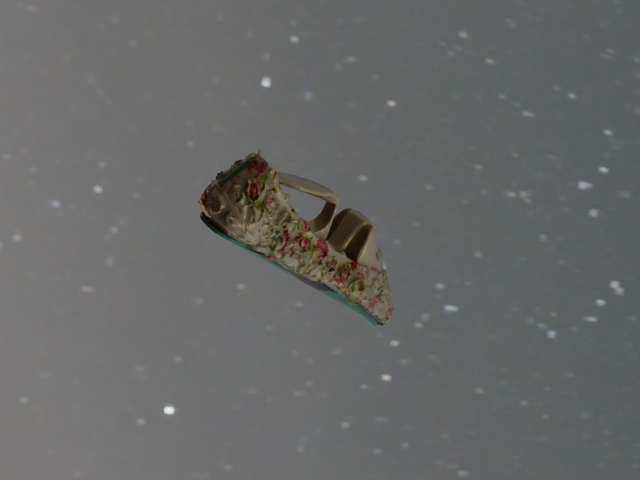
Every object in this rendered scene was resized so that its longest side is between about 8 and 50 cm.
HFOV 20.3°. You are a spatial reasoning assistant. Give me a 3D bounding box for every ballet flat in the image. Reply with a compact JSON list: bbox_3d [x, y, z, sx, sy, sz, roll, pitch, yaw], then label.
[{"bbox_3d":[0.000,0.000,1.445,0.077,0.241,0.091,-53,-132,4],"label":"ballet flat"}]
